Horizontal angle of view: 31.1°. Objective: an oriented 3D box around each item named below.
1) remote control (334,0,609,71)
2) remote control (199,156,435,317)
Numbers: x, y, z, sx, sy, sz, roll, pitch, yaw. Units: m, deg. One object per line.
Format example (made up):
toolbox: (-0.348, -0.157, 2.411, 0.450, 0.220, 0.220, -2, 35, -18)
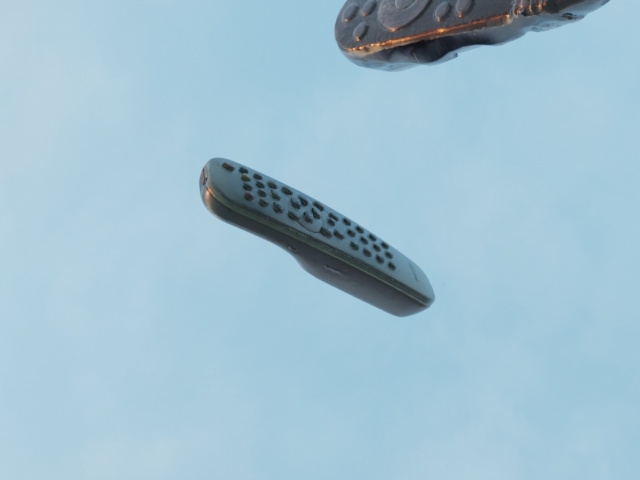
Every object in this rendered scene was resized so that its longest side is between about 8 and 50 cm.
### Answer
remote control: (0.118, -0.169, 0.828, 0.066, 0.266, 0.090, 28, -109, -36)
remote control: (0.000, 0.000, 0.912, 0.222, 0.072, 0.042, 29, -67, -26)
